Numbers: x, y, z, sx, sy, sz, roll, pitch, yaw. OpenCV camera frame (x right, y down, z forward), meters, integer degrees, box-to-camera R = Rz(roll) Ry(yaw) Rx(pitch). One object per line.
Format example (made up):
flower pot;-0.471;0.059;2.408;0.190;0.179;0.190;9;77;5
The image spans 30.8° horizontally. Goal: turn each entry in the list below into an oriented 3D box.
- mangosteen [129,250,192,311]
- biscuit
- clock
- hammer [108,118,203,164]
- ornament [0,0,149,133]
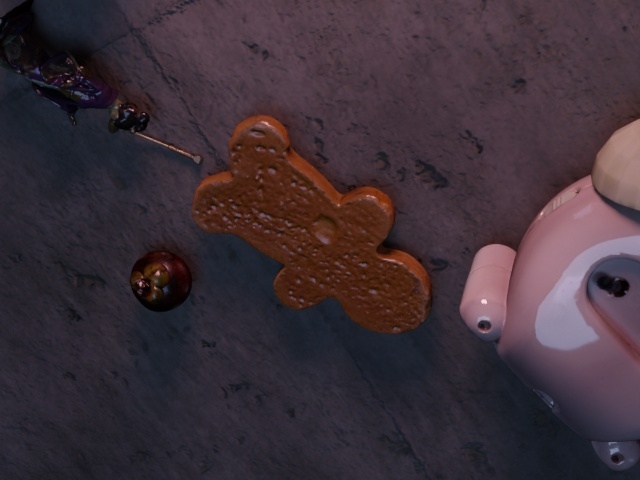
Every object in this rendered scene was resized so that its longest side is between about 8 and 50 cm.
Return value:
mangosteen;-0.204;0.055;1.482;0.081;0.081;0.080;7;121;12
biscuit;0.001;-0.002;1.409;0.324;0.049;0.205;36;123;-6
clock;0.365;0.058;1.277;0.342;0.184;0.326;42;117;-16
hammer;-0.201;-0.121;1.417;0.123;0.014;0.029;22;132;-1
ornament;-0.298;-0.181;1.367;0.203;0.088;0.081;38;123;-10
